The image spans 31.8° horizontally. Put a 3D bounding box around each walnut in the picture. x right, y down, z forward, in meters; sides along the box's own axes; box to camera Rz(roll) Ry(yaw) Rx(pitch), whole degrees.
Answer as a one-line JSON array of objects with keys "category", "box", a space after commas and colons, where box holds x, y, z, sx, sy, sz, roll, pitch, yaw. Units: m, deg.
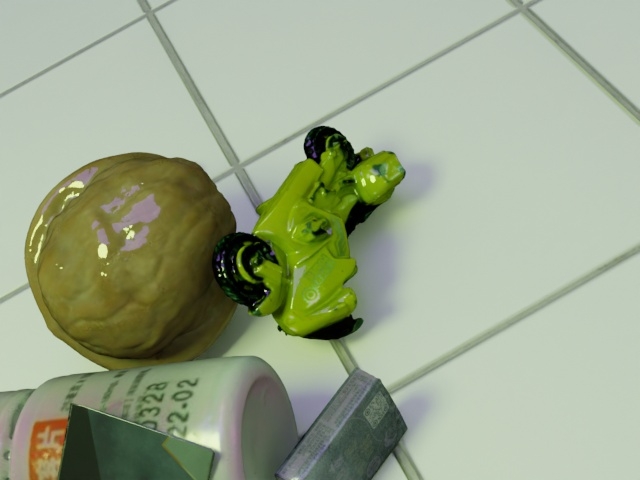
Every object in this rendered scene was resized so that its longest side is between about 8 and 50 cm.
[{"category": "walnut", "box": [-0.236, 0.031, 1.440, 0.285, 0.285, 0.296, -39, 8, -12]}]

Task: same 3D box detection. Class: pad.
[{"category": "pad", "box": [-0.206, 0.301, 1.164, 0.163, 0.243, 0.004, 16, 14, 13]}]

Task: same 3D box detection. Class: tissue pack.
[{"category": "tissue pack", "box": [0.026, 0.235, 1.254, 0.051, 0.112, 0.156, 21, 62, 37]}]

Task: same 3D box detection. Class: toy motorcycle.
[{"category": "toy motorcycle", "box": [0.002, -0.001, 1.433, 0.142, 0.206, 0.342, -14, 29, 39]}]

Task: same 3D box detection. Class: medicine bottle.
[{"category": "medicine bottle", "box": [-0.235, 0.255, 1.280, 0.388, 0.219, 0.219, -7, 49, 17]}]
